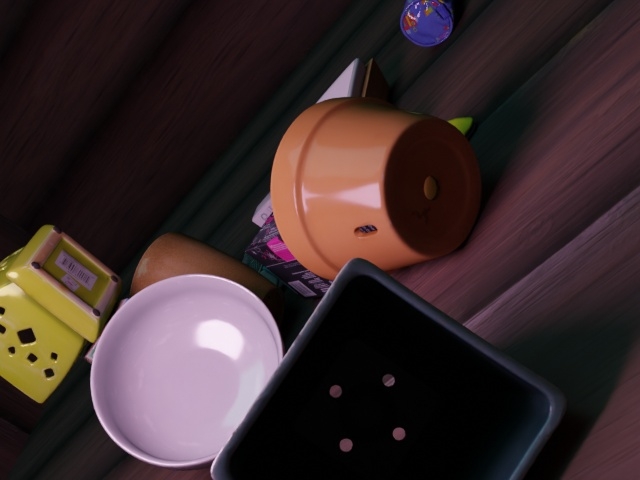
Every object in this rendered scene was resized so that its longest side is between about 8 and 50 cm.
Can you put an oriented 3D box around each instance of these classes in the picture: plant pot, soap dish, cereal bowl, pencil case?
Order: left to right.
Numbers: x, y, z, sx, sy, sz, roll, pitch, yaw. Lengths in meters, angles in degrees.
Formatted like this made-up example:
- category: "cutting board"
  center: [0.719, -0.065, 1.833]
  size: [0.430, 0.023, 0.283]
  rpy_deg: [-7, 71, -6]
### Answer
- category: "plant pot"
  center: [-0.507, 0.118, 1.697]
  size: [0.207, 0.228, 0.227]
  rpy_deg: [-42, 16, 22]
- category: "cereal bowl"
  center: [-0.220, 0.238, 1.605]
  size: [0.339, 0.338, 0.141]
  rpy_deg: [-60, -17, -20]
- category: "plant pot"
  center: [-0.209, 0.122, 1.836]
  size: [0.254, 0.237, 0.237]
  rpy_deg: [13, 59, 26]
- category: "soap dish"
  center: [0.058, -0.281, 2.173]
  size: [0.229, 0.118, 0.291]
  rpy_deg: [-45, 18, 31]
- category: "plant pot"
  center: [0.060, 0.190, 0.964]
  size: [0.247, 0.247, 0.252]
  rpy_deg: [-56, -1, -5]
- category: "plant pot"
  center: [0.101, -0.078, 1.373]
  size: [0.203, 0.291, 0.291]
  rpy_deg: [2, 56, 52]
- category: "pencil case"
  center: [0.269, -0.578, 2.182]
  size: [0.133, 0.119, 0.306]
  rpy_deg: [-33, 24, 33]

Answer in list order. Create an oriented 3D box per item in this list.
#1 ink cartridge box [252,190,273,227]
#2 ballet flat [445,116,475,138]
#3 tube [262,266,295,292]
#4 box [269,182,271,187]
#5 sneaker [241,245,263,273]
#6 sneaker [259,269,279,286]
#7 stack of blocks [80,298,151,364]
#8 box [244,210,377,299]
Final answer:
- category: "ink cartridge box"
  center: [0.026, -0.111, 1.820]
  size: [0.332, 0.165, 0.065]
  rpy_deg: [-44, 17, 30]
- category: "ballet flat"
  center: [0.172, -0.150, 1.634]
  size: [0.231, 0.077, 0.077]
  rpy_deg: [-44, 17, 31]
- category: "tube"
  center: [-0.070, 0.054, 1.888]
  size: [0.080, 0.052, 0.207]
  rpy_deg: [-56, 27, 2]
- category: "box"
  center: [-0.048, -0.155, 2.264]
  size: [0.137, 0.094, 0.027]
  rpy_deg: [-46, 17, 28]
- category: "sneaker"
  center: [-0.198, 0.117, 2.099]
  size: [0.121, 0.112, 0.299]
  rpy_deg: [-34, 25, 51]
- category: "sneaker"
  center: [-0.120, 0.139, 1.960]
  size: [0.065, 0.061, 0.158]
  rpy_deg: [95, -169, -54]
- category: "stack of blocks"
  center: [-0.297, 0.263, 1.730]
  size: [0.171, 0.297, 0.087]
  rpy_deg: [-59, 16, -19]
- category: "box"
  center: [0.000, 0.000, 1.663]
  size: [0.142, 0.163, 0.247]
  rpy_deg: [-56, 15, -19]
